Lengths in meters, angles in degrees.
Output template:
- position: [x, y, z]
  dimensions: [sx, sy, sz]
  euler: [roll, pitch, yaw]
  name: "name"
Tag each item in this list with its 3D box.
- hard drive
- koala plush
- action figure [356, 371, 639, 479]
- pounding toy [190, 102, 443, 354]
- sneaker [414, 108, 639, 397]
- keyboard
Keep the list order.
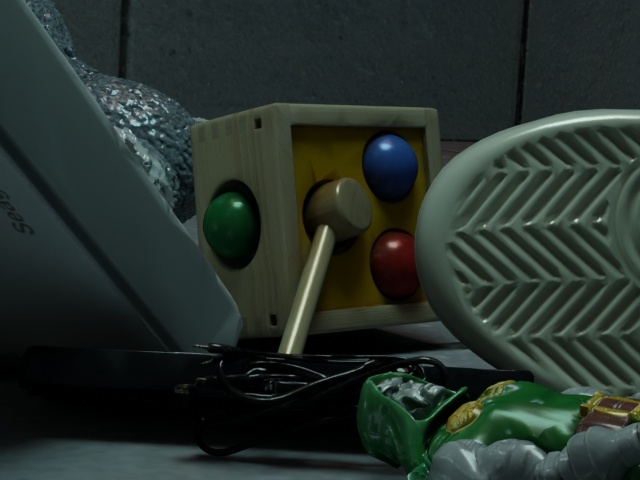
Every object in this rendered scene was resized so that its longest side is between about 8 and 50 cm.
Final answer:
- position: [-0.232, -0.029, 0.570]
  dimensions: [0.353, 0.047, 0.233]
  euler: [6, -31, 25]
  name: "hard drive"
- position: [-0.172, -0.069, 0.948]
  dimensions: [0.221, 0.203, 0.196]
  euler: [17, 11, 16]
  name: "koala plush"
- position: [0.113, 0.067, 0.401]
  dimensions: [0.232, 0.063, 0.137]
  euler: [3, 9, 29]
  name: "action figure"
- position: [0.000, 0.000, 0.674]
  dimensions: [0.141, 0.130, 0.100]
  euler: [-3, -3, -40]
  name: "pounding toy"
- position: [0.207, 0.021, 0.592]
  dimensions: [0.350, 0.131, 0.148]
  euler: [8, 0, -5]
  name: "sneaker"
- position: [-0.019, 0.065, 0.509]
  dimensions: [0.192, 0.038, 0.100]
  euler: [2, -16, 1]
  name: "keyboard"
